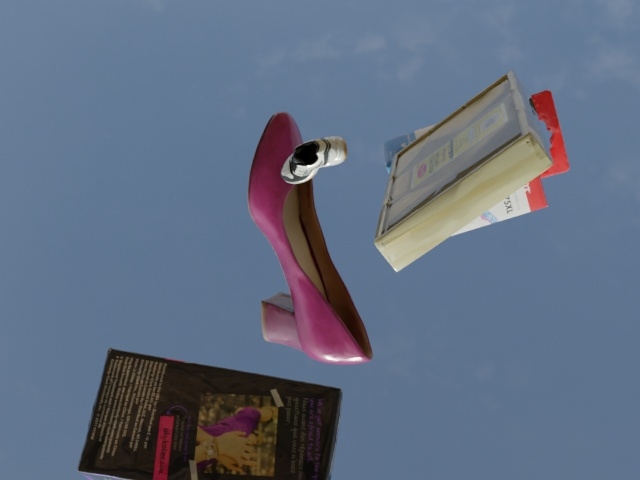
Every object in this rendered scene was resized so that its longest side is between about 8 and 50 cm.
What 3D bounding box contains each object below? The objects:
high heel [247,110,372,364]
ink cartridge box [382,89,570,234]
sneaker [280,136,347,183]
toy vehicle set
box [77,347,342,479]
[{"bbox_3d":[0.000,0.000,1.291,0.181,0.377,0.127,10,-154,29],"label":"high heel"},{"bbox_3d":[0.213,-0.096,1.157,0.231,0.134,0.078,-18,-150,10],"label":"ink cartridge box"},{"bbox_3d":[-0.015,-0.074,0.780,0.037,0.083,0.031,-2,-106,-41],"label":"sneaker"},{"bbox_3d":[0.139,-0.080,0.866,0.166,0.035,0.267,-36,-167,21],"label":"toy vehicle set"},{"bbox_3d":[-0.120,0.232,1.017,0.271,0.165,0.143,10,-113,1],"label":"box"}]
